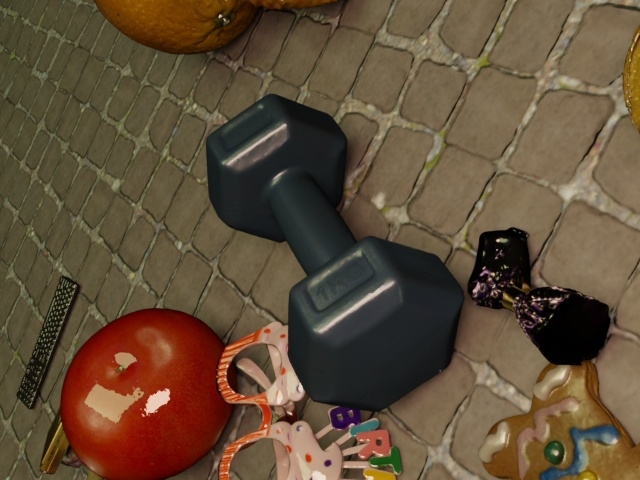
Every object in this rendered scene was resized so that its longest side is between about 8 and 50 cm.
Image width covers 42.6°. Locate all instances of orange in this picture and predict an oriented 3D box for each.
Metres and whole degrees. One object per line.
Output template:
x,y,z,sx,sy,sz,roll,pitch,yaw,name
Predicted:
-0.184,-0.372,1.073,0.264,0.264,0.264,-22,58,40,orange

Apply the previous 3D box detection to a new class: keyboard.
-0.425,0.157,1.277,0.061,0.013,0.204,19,87,50,keyboard

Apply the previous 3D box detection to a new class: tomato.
-0.187,0.164,0.887,0.195,0.136,0.195,-7,56,10,tomato

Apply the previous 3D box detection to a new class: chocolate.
0.165,0.043,0.652,0.072,0.070,0.147,-33,23,0,chocolate

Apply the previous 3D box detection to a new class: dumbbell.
0.000,0.000,0.773,0.325,0.144,0.160,-123,29,-44,dumbbell

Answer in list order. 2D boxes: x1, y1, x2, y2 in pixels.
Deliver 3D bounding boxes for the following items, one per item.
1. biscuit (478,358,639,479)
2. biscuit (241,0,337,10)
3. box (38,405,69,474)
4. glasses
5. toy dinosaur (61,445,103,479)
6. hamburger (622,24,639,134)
0.201,0.178,0.572,0.138,0.031,0.205,-52,44,17,biscuit
-0.045,-0.380,0.955,0.035,0.254,0.254,123,157,-74,biscuit
-0.311,0.211,1.022,0.133,0.023,0.090,-63,20,10,box
-0.007,0.180,0.779,0.162,0.095,0.255,-16,56,11,glasses
-0.254,0.244,0.981,0.200,0.072,0.251,-57,33,-3,toy dinosaur
0.294,-0.106,0.544,0.177,0.113,0.185,-52,50,10,hamburger
